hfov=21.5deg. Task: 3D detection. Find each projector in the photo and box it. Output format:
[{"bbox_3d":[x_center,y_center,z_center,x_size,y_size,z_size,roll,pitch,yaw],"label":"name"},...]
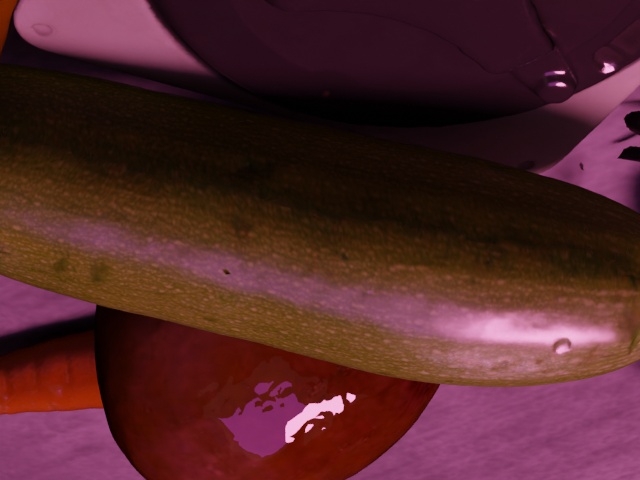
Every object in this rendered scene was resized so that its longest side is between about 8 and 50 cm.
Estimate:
[{"bbox_3d":[0.043,-0.129,0.638,0.257,0.079,0.259,13,143,-24],"label":"projector"}]

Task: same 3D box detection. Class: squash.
[{"bbox_3d":[0.000,0.000,0.701,0.378,0.101,0.101,10,145,-3],"label":"squash"}]

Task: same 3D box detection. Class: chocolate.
[{"bbox_3d":[-0.021,0.047,0.808,0.176,0.177,0.177,-3,146,-2],"label":"chocolate"}]

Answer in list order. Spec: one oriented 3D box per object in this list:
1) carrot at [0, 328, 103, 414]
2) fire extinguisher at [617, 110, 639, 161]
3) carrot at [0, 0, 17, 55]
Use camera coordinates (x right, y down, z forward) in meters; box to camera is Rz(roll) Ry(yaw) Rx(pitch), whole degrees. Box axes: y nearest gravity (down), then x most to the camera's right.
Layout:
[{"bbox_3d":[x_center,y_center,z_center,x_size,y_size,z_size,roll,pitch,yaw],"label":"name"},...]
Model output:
[{"bbox_3d":[-0.076,0.068,0.938,0.336,0.069,0.069,-9,146,13],"label":"carrot"},{"bbox_3d":[0.204,0.026,0.902,0.089,0.072,0.268,24,155,25],"label":"fire extinguisher"},{"bbox_3d":[-0.222,-0.176,0.398,0.241,0.242,0.341,-19,139,21],"label":"carrot"}]
